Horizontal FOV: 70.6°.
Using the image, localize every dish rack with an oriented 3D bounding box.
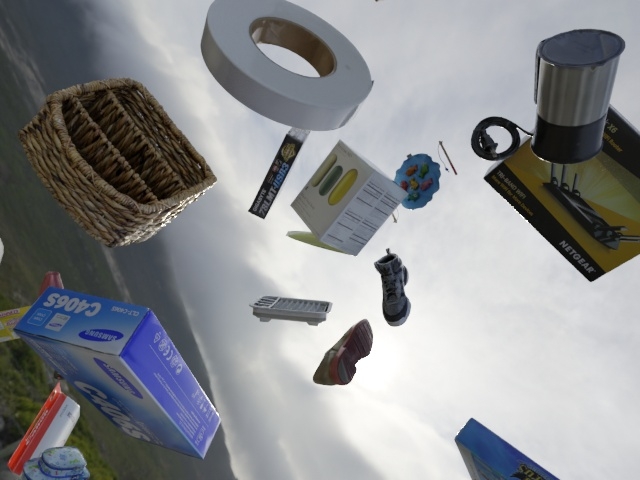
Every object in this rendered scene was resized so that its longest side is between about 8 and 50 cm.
[{"bbox_3d":[-0.119,0.298,1.913,0.285,0.333,0.072,-17,111,-85],"label":"dish rack"}]

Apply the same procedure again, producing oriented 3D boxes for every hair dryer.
[{"bbox_3d":[-0.764,0.233,1.299,0.223,0.080,0.293,-149,-122,-62],"label":"hair dryer"}]

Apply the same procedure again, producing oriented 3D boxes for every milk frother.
[{"bbox_3d":[0.267,-0.168,0.554,0.129,0.143,0.135,58,-8,46],"label":"milk frother"}]

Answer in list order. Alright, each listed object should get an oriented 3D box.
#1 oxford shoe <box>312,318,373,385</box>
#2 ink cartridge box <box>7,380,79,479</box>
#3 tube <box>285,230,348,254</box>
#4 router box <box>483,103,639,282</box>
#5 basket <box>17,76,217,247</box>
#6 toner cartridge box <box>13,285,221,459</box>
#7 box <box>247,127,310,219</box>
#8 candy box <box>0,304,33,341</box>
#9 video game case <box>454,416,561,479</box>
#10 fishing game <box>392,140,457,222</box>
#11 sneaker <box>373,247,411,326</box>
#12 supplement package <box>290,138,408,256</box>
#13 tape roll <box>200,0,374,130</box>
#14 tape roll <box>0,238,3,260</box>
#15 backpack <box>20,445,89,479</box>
[{"bbox_3d":[0.081,0.375,1.560,0.130,0.348,0.123,-19,-83,32],"label":"oxford shoe"},{"bbox_3d":[-0.636,0.461,1.057,0.232,0.066,0.189,-50,-162,46],"label":"ink cartridge box"},{"bbox_3d":[0.000,0.000,1.559,0.070,0.240,0.062,106,-4,-60],"label":"tube"},{"bbox_3d":[0.521,-0.104,0.877,0.309,0.081,0.243,44,-53,2],"label":"router box"},{"bbox_3d":[-0.399,-0.166,0.893,0.299,0.223,0.213,53,10,0],"label":"basket"},{"bbox_3d":[-0.280,0.216,0.684,0.165,0.075,0.348,8,-42,16],"label":"toner cartridge box"},{"bbox_3d":[-0.135,-0.249,1.568,0.295,0.073,0.293,-61,-175,22],"label":"box"},{"bbox_3d":[-0.741,0.200,1.024,0.027,0.206,0.105,63,-31,31],"label":"candy box"},{"bbox_3d":[0.381,0.469,0.794,0.269,0.061,0.244,27,-28,50],"label":"video game case"},{"bbox_3d":[0.295,-0.190,1.419,0.264,0.041,0.189,-38,-127,36],"label":"fishing game"},{"bbox_3d":[0.234,0.149,1.513,0.153,0.101,0.268,58,29,-36],"label":"sneaker"},{"bbox_3d":[0.086,-0.128,1.414,0.262,0.198,0.199,-51,-132,14],"label":"supplement package"},{"bbox_3d":[-0.067,-0.406,1.012,0.392,0.392,0.072,60,-40,21],"label":"tape roll"},{"bbox_3d":[-0.578,0.076,0.677,0.072,0.219,0.219,30,-16,-17],"label":"tape roll"},{"bbox_3d":[-0.551,0.481,0.933,0.105,0.114,0.084,16,-88,45],"label":"backpack"}]
